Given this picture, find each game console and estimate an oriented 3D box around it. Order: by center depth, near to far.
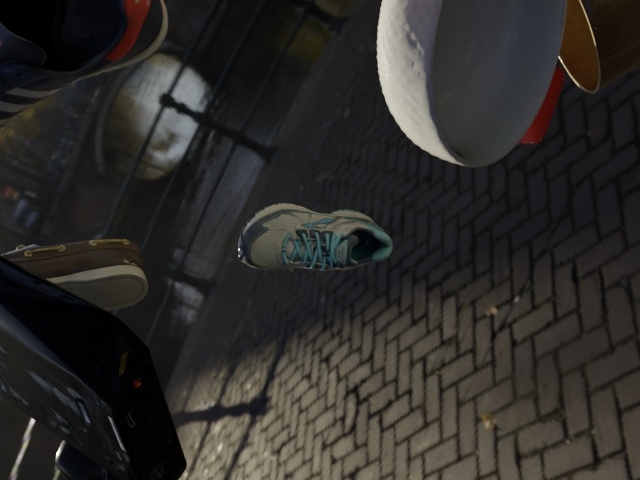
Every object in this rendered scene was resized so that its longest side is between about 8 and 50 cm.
[{"bbox_3d":[-0.178,0.174,0.618,0.213,0.361,0.044,20,43,34],"label":"game console"}]

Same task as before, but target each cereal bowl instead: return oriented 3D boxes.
[{"bbox_3d":[0.179,-0.272,1.009,0.141,0.339,0.339,19,81,36],"label":"cereal bowl"}]

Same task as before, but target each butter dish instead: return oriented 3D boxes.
[{"bbox_3d":[0.295,-0.218,1.287,0.118,0.160,0.160,91,-159,-66],"label":"butter dish"}]

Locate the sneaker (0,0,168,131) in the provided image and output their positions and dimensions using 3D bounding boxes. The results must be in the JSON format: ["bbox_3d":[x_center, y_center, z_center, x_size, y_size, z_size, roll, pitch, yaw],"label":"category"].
[{"bbox_3d":[-0.325,-0.182,0.771,0.350,0.131,0.148,-28,4,0],"label":"sneaker"}]

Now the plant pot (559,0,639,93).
[{"bbox_3d":[0.481,-0.383,1.178,0.254,0.237,0.237,-25,31,7],"label":"plant pot"}]

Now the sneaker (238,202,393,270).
[{"bbox_3d":[0.000,0.000,1.317,0.122,0.283,0.110,28,119,52],"label":"sneaker"}]

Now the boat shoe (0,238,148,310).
[{"bbox_3d":[-0.441,0.058,1.239,0.116,0.324,0.096,100,158,-47],"label":"boat shoe"}]
